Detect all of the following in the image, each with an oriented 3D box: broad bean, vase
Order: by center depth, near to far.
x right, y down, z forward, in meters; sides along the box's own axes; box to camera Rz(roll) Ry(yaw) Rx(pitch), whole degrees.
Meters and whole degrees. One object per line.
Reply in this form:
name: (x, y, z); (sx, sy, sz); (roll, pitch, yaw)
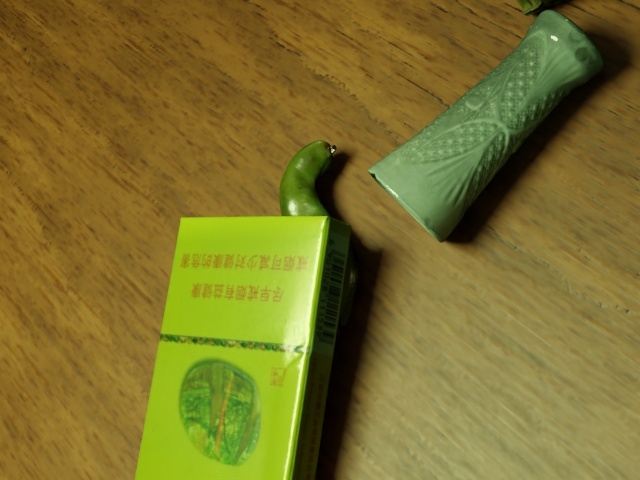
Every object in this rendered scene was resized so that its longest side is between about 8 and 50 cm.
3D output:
vase: (0.153, -0.106, 0.946); (0.219, 0.096, 0.096); (-45, 52, 3)
broad bean: (0.000, 0.000, 1.016); (0.070, 0.048, 0.214); (-19, 63, 23)

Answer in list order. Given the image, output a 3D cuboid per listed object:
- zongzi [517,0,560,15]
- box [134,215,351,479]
zongzi: (0.251, -0.332, 0.890); (0.274, 0.251, 0.125); (-26, 72, 18)
box: (-0.079, 0.143, 0.971); (0.187, 0.047, 0.335); (1, 76, 36)
